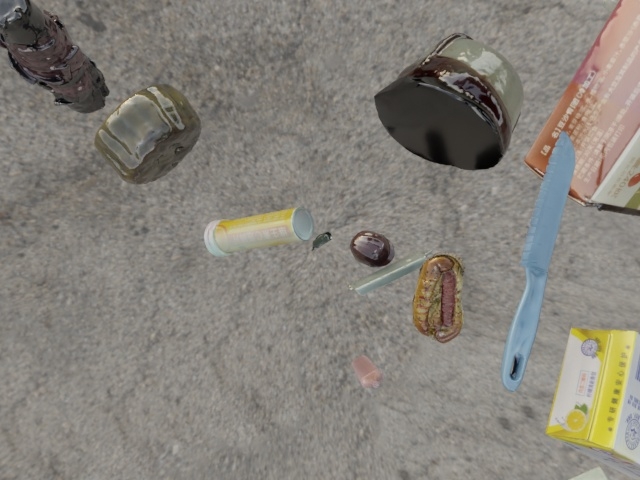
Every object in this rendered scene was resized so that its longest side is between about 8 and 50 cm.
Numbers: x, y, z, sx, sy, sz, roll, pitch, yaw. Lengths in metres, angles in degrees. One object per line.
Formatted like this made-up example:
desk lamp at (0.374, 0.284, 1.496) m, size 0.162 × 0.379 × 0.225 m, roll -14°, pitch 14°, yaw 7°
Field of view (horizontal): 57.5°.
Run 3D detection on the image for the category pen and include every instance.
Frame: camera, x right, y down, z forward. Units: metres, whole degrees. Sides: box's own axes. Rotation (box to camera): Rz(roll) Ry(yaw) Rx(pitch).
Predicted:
pen at (0.109, 0.303, 1.334) m, size 0.053 × 0.197 × 0.032 m, roll -29°, pitch 96°, yaw -4°

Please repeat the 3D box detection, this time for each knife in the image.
knife at (0.254, 0.025, 0.688) m, size 0.044 × 0.019 × 0.313 m, roll 14°, pitch 90°, yaw -15°

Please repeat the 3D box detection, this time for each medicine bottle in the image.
medicine bottle at (-0.116, -0.017, 1.088) m, size 0.218 × 0.074 × 0.074 m, roll -9°, pitch 90°, yaw 36°

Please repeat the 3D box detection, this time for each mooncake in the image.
mooncake at (-0.467, -0.290, 1.631) m, size 0.290 × 0.290 × 0.161 m, roll -41°, pitch 86°, yaw 0°

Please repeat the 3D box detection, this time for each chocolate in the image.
chocolate at (0.269, -0.286, 1.164) m, size 0.284 × 0.283 × 0.186 m, roll 27°, pitch 76°, yaw 0°

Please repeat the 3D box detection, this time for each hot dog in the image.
hot dog at (0.293, 0.139, 1.431) m, size 0.131 × 0.069 × 0.252 m, roll 3°, pitch 116°, yaw 6°

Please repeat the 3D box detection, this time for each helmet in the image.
helmet at (0.137, 0.017, 1.601) m, size 0.123 × 0.070 × 0.098 m, roll 14°, pitch 73°, yaw 25°

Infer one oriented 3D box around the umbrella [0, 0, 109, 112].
umbrella at (-0.369, -0.247, 0.803) m, size 0.090 × 0.326 × 0.094 m, roll 44°, pitch 85°, yaw 0°

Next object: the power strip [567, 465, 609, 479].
power strip at (0.410, 0.549, 1.166) m, size 0.367 × 0.106 × 0.043 m, roll -30°, pitch 51°, yaw 10°

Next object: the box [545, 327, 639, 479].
box at (0.457, 0.249, 0.849) m, size 0.265 × 0.097 × 0.168 m, roll 29°, pitch 72°, yaw -30°

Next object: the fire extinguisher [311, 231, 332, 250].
fire extinguisher at (0.000, 0.000, 1.594) m, size 0.025 × 0.083 × 0.038 m, roll 21°, pitch 58°, yaw -26°

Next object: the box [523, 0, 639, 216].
box at (0.506, -0.217, 0.770) m, size 0.344 × 0.122 × 0.385 m, roll 4°, pitch 122°, yaw -37°

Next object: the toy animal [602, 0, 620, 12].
toy animal at (0.503, -0.508, 0.820) m, size 0.367 × 0.241 × 0.196 m, roll 45°, pitch 68°, yaw -34°

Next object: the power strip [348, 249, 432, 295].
power strip at (0.194, 0.086, 1.587) m, size 0.253 × 0.060 × 0.027 m, roll -25°, pitch 107°, yaw -8°
